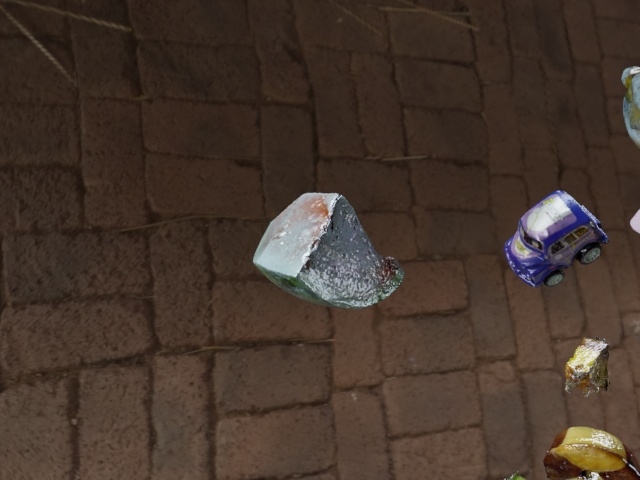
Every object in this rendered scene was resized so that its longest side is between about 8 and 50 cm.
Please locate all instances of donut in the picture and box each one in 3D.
[{"bbox_3d":[0.511,0.421,1.323,0.184,0.166,0.073,35,43,-2],"label":"donut"}]

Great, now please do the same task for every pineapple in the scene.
[{"bbox_3d":[0.505,0.237,1.326,0.137,0.069,0.116,29,78,-57],"label":"pineapple"}]

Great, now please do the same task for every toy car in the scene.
[{"bbox_3d":[0.561,-0.008,1.734,0.235,0.172,0.158,-39,137,9],"label":"toy car"}]

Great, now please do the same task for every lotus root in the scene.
[{"bbox_3d":[0.813,-0.329,1.707,0.140,0.158,0.322,8,41,5],"label":"lotus root"}]

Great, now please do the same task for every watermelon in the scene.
[{"bbox_3d":[0.000,0.000,1.346,0.320,0.289,0.214,4,111,-35],"label":"watermelon"}]

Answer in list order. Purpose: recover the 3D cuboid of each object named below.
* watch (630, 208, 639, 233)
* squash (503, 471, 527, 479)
[{"bbox_3d":[0.501,-0.048,0.754,0.217,0.248,0.211,-6,54,-7],"label":"watch"},{"bbox_3d":[0.560,0.784,1.719,0.263,0.384,0.263,-31,138,-32],"label":"squash"}]
